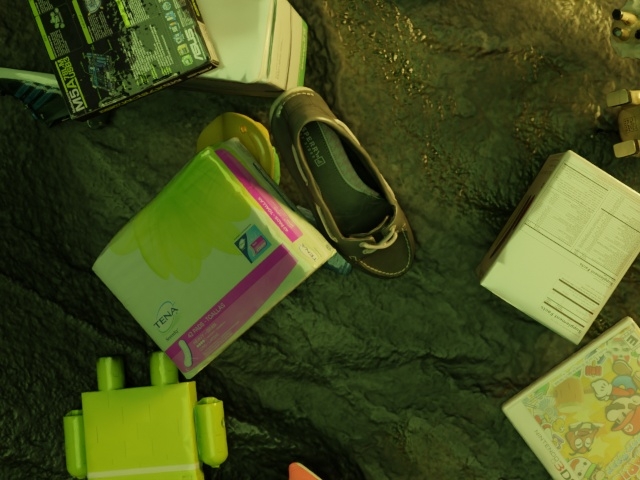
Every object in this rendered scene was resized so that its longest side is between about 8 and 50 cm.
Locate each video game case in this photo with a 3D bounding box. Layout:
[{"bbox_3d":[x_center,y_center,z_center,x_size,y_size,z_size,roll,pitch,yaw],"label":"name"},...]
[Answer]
[{"bbox_3d":[0.410,0.256,1.425,0.227,0.026,0.206,-37,89,6],"label":"video game case"}]

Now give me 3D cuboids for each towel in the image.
[{"bbox_3d":[0.000,0.000,1.451,0.119,0.029,0.067,25,95,3],"label":"towel"}]

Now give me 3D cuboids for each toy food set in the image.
[{"bbox_3d":[-0.111,-0.082,1.434,0.128,0.071,0.218,17,113,24],"label":"toy food set"}]

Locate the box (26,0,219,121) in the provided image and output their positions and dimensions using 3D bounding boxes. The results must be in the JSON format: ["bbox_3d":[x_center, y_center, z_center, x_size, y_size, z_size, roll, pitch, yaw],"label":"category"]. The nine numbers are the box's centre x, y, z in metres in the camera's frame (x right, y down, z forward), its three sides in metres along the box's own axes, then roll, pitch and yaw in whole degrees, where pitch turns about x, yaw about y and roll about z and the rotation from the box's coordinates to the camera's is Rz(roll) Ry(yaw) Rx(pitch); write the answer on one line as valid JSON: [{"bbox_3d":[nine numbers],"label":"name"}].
[{"bbox_3d":[-0.237,-0.260,1.165,0.184,0.045,0.190,-21,90,10],"label":"box"}]

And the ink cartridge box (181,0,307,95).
[{"bbox_3d":[-0.139,-0.262,1.320,0.211,0.289,0.121,7,94,5],"label":"ink cartridge box"}]

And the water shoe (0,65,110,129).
[{"bbox_3d":[-0.409,-0.207,1.460,0.203,0.073,0.080,9,96,6],"label":"water shoe"}]

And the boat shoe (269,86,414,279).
[{"bbox_3d":[0.038,-0.055,1.337,0.112,0.095,0.335,-34,121,1],"label":"boat shoe"}]

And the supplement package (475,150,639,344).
[{"bbox_3d":[0.324,0.004,1.335,0.149,0.194,0.203,33,95,4],"label":"supplement package"}]

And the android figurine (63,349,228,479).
[{"bbox_3d":[-0.260,0.301,1.471,0.248,0.056,0.273,-8,85,8],"label":"android figurine"}]

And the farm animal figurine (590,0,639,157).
[{"bbox_3d":[0.526,-0.148,1.287,0.327,0.172,0.330,11,101,41],"label":"farm animal figurine"}]

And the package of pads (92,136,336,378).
[{"bbox_3d":[-0.159,0.024,1.387,0.229,0.101,0.296,49,119,2],"label":"package of pads"}]

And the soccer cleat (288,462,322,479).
[{"bbox_3d":[-0.104,0.449,1.397,0.318,0.108,0.116,-43,68,7],"label":"soccer cleat"}]
